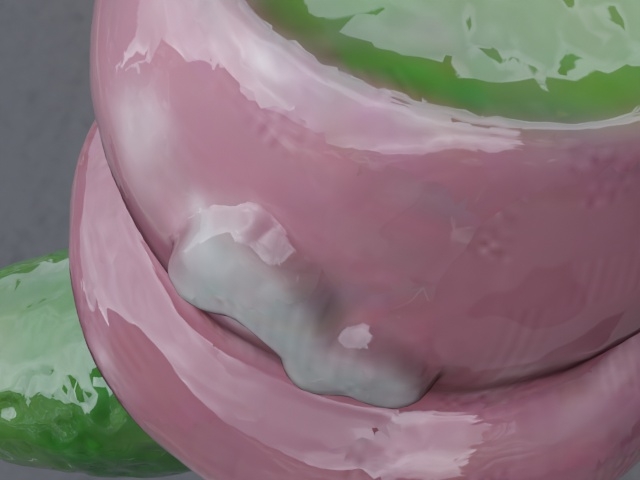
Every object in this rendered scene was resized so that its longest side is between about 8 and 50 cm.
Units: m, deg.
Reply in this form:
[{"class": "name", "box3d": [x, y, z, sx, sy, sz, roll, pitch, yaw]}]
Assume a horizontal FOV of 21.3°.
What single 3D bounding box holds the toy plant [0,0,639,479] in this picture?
[{"class": "toy plant", "box3d": [-0.001, 0.000, 0.573, 0.317, 0.356, 0.210, 21, 61, 6]}]
